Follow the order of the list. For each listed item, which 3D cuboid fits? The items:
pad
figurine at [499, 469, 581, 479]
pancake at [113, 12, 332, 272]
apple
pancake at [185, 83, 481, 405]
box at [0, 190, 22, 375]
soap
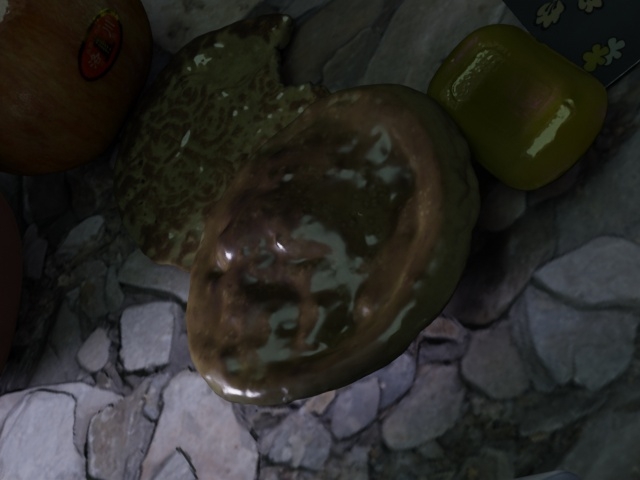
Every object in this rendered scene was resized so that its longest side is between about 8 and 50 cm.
[{"bbox_3d":[0.234,-0.218,0.879,0.245,0.006,0.170,-40,48,13],"label":"pad"},{"bbox_3d":[0.084,0.213,0.676,0.184,0.128,0.208,20,88,41],"label":"figurine"},{"bbox_3d":[-0.079,-0.078,1.033,0.212,0.029,0.235,-36,48,19],"label":"pancake"},{"bbox_3d":[-0.246,-0.161,1.106,0.211,0.188,0.211,-16,60,30],"label":"apple"},{"bbox_3d":[0.000,0.000,0.861,0.242,0.050,0.241,-23,50,31],"label":"pancake"},{"bbox_3d":[-0.388,0.029,1.047,0.216,0.301,0.301,12,74,35],"label":"box"},{"bbox_3d":[0.126,-0.087,0.861,0.089,0.045,0.140,-47,45,3],"label":"soap"}]
